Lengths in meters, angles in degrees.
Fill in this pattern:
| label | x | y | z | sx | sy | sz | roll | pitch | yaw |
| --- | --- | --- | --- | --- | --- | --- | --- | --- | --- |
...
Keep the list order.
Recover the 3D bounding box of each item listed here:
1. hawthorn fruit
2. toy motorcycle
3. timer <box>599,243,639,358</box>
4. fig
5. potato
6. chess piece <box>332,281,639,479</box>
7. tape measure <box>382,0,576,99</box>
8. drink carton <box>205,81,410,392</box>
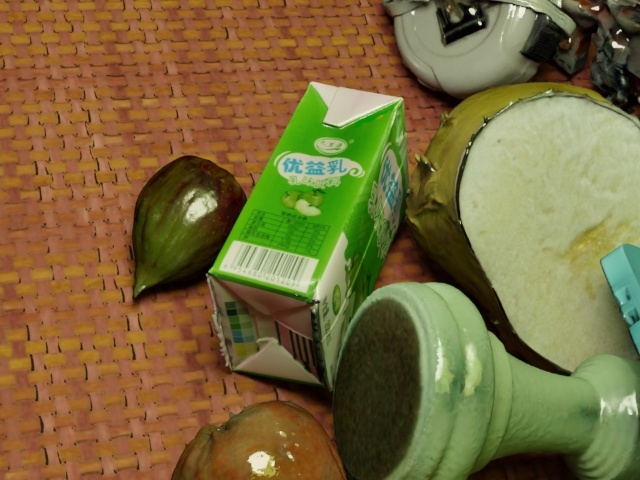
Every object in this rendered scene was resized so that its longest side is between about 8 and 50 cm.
| label | x | y | z | sx | sy | sz | roll | pitch | yaw |
| --- | --- | --- | --- | --- | --- | --- | --- | --- | --- |
| hawthorn fruit | -0.035 | 0.218 | 1.095 | 0.189 | 0.149 | 0.149 | 39 | 55 | 17 |
| toy motorcycle | 0.317 | -0.246 | 1.502 | 0.401 | 0.207 | 0.134 | 34 | 52 | 26 |
| timer | 0.365 | 0.118 | 1.157 | 0.250 | 0.091 | 0.232 | 40 | 22 | -23 |
| fig | -0.138 | -0.007 | 1.256 | 0.103 | 0.109 | 0.154 | 40 | 81 | -14 |
| potato | 0.225 | -0.022 | 1.312 | 0.246 | 0.196 | 0.299 | -33 | 107 | -6 |
| chess piece | 0.179 | 0.150 | 1.159 | 0.299 | 0.194 | 0.194 | 11 | 53 | -24 |
| tape measure | 0.175 | -0.255 | 1.447 | 0.120 | 0.236 | 0.197 | 8 | 67 | -52 |
| drink carton | 0.000 | 0.000 | 1.238 | 0.108 | 0.161 | 0.271 | 13 | 52 | 17 |
